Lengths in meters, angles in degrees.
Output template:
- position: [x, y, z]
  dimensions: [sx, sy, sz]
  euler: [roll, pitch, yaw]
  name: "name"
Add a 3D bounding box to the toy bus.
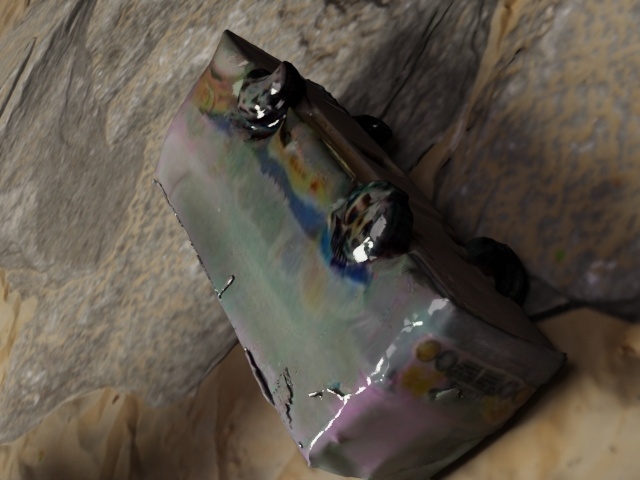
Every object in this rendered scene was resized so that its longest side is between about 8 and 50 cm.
- position: [0.000, 0.000, 0.612]
  dimensions: [0.138, 0.112, 0.317]
  euler: [-53, 36, 15]
  name: "toy bus"
